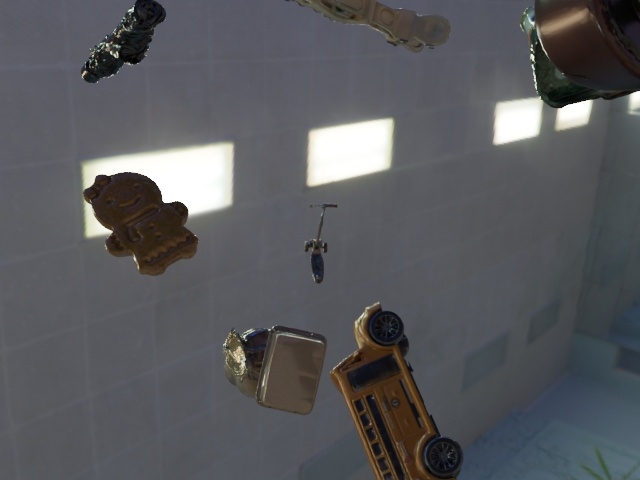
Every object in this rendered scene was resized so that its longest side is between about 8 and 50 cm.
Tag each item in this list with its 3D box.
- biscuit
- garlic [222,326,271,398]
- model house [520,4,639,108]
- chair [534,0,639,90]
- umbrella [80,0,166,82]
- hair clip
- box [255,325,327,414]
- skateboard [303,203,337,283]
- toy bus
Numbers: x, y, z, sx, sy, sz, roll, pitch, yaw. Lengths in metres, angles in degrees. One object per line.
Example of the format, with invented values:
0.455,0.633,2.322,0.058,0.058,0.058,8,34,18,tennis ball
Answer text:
-0.259,-0.032,1.090,0.133,0.184,0.027,-20,-22,-22,biscuit
-0.099,0.215,1.398,0.194,0.131,0.127,-13,-39,-43,garlic
0.494,-0.388,1.374,0.291,0.253,0.185,-86,-24,-59,model house
0.434,-0.296,0.770,0.226,0.401,0.227,2,-95,-24,chair
-0.339,-0.323,1.259,0.071,0.224,0.080,44,-133,-22,umbrella
0.031,-0.235,0.744,0.225,0.072,0.034,13,-87,-28,hair clip
-0.041,0.191,1.080,0.062,0.089,0.122,149,133,-84,box
0.000,0.000,0.843,0.083,0.032,0.064,100,169,-45,skateboard
0.068,0.162,0.718,0.088,0.195,0.083,-23,-24,0,toy bus
